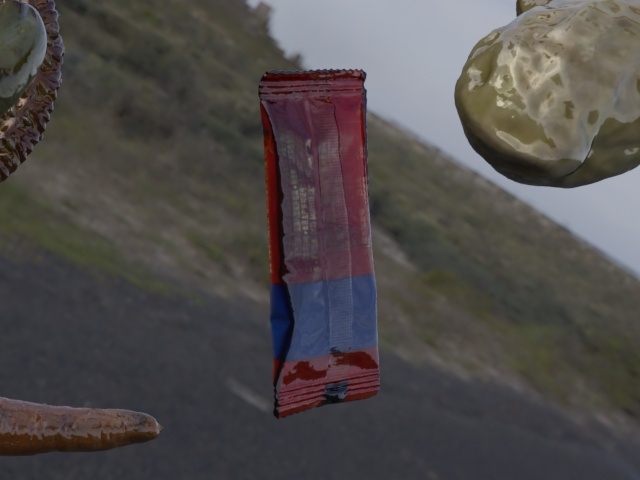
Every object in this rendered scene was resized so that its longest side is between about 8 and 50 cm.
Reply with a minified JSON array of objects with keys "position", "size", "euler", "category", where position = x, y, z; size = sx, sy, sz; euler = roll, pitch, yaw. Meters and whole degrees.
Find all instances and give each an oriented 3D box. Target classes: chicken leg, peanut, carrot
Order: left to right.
[{"position":[-0.270,-0.086,1.020],"size":[0.088,0.228,0.103],"euler":[17,-34,56],"category":"chicken leg"},{"position":[-0.248,0.170,1.459],"size":[0.210,0.061,0.061],"euler":[3,11,-12],"category":"carrot"},{"position":[0.193,-0.129,1.114],"size":[0.153,0.140,0.325],"euler":[42,38,9],"category":"peanut"}]

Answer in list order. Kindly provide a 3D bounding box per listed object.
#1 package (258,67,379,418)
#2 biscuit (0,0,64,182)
[{"position":[0.000,0.000,0.938],"size":[0.083,0.200,0.022],"euler":[-6,6,-39],"category":"package"},{"position":[-0.345,-0.156,1.243],"size":[0.305,0.305,0.038],"euler":[31,-26,-10],"category":"biscuit"}]
